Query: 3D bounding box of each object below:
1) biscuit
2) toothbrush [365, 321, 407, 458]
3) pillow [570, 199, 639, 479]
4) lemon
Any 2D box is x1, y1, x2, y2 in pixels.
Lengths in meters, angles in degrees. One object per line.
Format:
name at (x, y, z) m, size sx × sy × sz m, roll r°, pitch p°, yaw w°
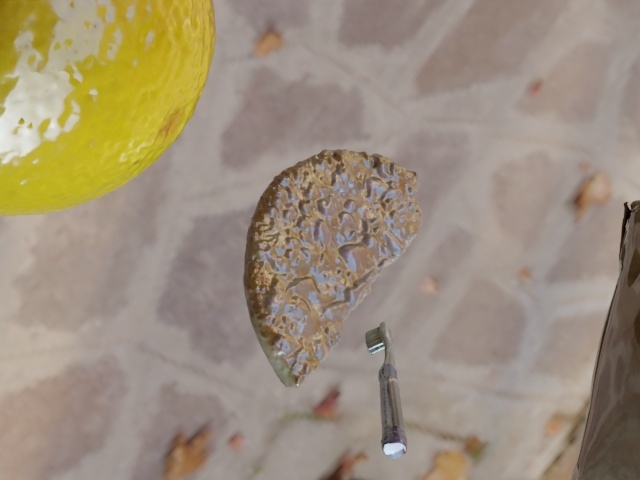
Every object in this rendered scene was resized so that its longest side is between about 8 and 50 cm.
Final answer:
biscuit at (-0.001, 0.001, 1.690) m, size 0.038 × 0.141 × 0.290 m, roll -33°, pitch -166°, yaw 47°
toothbrush at (0.043, 0.096, 1.228) m, size 0.019 × 0.219 × 0.016 m, roll -25°, pitch 106°, yaw 6°
pillow at (0.197, 0.086, 0.818) m, size 0.075 × 0.302 × 0.185 m, roll 8°, pitch 94°, yaw -20°
lemon at (-0.179, -0.129, 1.132) m, size 0.253 × 0.228 × 0.228 m, roll -5°, pitch 124°, yaw -31°
